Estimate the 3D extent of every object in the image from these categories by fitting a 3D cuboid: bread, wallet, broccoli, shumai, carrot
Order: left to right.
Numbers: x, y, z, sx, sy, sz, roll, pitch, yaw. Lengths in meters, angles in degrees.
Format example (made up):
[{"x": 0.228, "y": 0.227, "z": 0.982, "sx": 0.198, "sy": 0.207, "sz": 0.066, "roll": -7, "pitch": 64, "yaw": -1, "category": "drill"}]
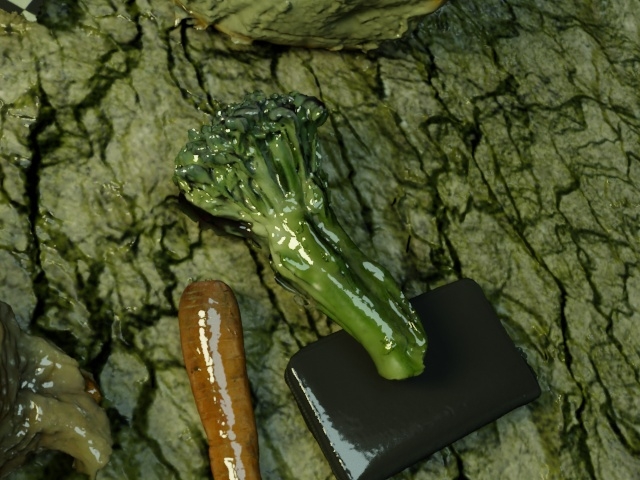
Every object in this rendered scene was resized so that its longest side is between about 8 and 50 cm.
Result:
[{"x": -0.260, "y": 0.142, "z": 0.809, "sx": 0.176, "sy": 0.166, "sz": 0.205, "roll": 24, "pitch": 72, "yaw": -41, "category": "shumai"}, {"x": -0.083, "y": 0.151, "z": 0.912, "sx": 0.059, "sy": 0.059, "sz": 0.247, "roll": -6, "pitch": 74, "yaw": -24, "category": "carrot"}, {"x": -0.001, "y": 0.001, "z": 0.954, "sx": 0.165, "sy": 0.145, "sz": 0.304, "roll": -35, "pitch": 87, "yaw": -29, "category": "broccoli"}, {"x": 0.001, "y": -0.337, "z": 1.042, "sx": 0.279, "sy": 0.225, "sz": 0.250, "roll": 6, "pitch": 69, "yaw": -24, "category": "bread"}, {"x": 0.093, "y": 0.133, "z": 0.998, "sx": 0.250, "sy": 0.044, "sz": 0.149, "roll": -23, "pitch": 75, "yaw": -27, "category": "wallet"}]

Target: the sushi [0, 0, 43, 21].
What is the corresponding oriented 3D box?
[{"x": -0.346, "y": -0.305, "z": 0.998, "sx": 0.210, "sy": 0.040, "sz": 0.192, "roll": 21, "pitch": 56, "yaw": -10, "category": "sushi"}]
